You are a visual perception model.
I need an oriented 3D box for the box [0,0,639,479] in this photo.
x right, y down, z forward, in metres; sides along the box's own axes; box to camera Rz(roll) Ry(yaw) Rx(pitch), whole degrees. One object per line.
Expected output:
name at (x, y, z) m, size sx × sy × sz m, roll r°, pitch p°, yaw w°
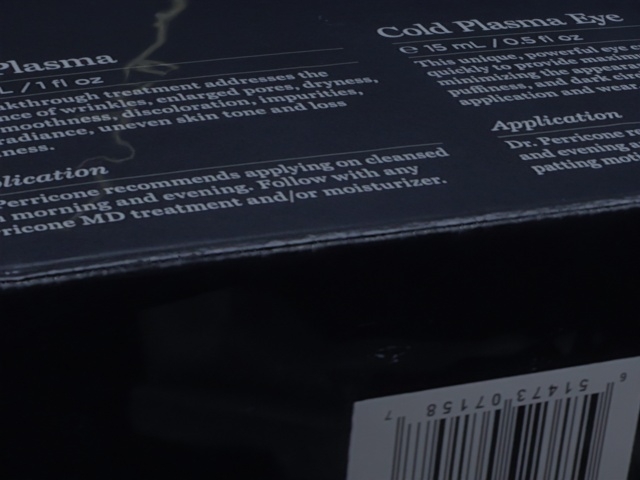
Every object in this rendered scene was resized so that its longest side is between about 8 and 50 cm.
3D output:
box at (0.000, 0.000, 0.618) m, size 0.343 × 0.179 × 0.312 m, roll -7°, pitch -150°, yaw -20°
